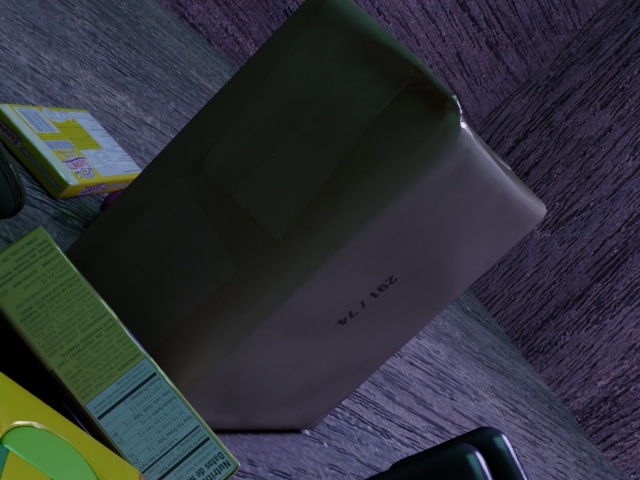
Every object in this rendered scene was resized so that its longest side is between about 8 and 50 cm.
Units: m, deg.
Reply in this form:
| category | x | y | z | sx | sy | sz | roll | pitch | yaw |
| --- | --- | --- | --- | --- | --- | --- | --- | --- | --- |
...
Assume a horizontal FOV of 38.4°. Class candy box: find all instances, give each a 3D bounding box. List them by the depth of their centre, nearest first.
| category | x | y | z | sx | sy | sz | roll | pitch | yaw |
| --- | --- | --- | --- | --- | --- | --- | --- | --- | --- |
| candy box | -0.131 | 0.090 | 0.568 | 0.187 | 0.053 | 0.109 | 50 | -21 | 8 |
| candy box | -0.255 | -0.093 | 0.947 | 0.105 | 0.027 | 0.206 | 49 | 11 | 2 |

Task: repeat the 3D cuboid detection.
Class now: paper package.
| category | x | y | z | sx | sy | sz | roll | pitch | yaw |
| --- | --- | --- | --- | --- | --- | --- | --- | --- | --- |
| paper package | 0.000 | 0.000 | 0.786 | 0.168 | 0.325 | 0.309 | 51 | 12 | 25 |

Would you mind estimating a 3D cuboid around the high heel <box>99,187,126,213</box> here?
| category | x | y | z | sx | sy | sz | roll | pitch | yaw |
| --- | --- | --- | --- | --- | --- | --- | --- | --- | --- |
| high heel | -0.082 | -0.039 | 0.999 | 0.127 | 0.181 | 0.377 | 50 | 11 | 17 |

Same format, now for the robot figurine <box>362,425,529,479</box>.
| category | x | y | z | sx | sy | sz | roll | pitch | yaw |
| --- | --- | --- | --- | --- | --- | --- | --- | --- | --- |
| robot figurine | 0.120 | 0.270 | 0.595 | 0.278 | 0.209 | 0.173 | 66 | -26 | 11 |

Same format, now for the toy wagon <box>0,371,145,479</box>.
| category | x | y | z | sx | sy | sz | roll | pitch | yaw |
| --- | --- | --- | --- | --- | --- | --- | --- | --- | --- |
| toy wagon | -0.129 | 0.178 | 0.330 | 0.267 | 0.068 | 0.344 | 42 | 11 | -21 |

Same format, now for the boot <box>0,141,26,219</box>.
| category | x | y | z | sx | sy | sz | roll | pitch | yaw |
| --- | --- | --- | --- | --- | --- | --- | --- | --- | --- |
| boot | -0.302 | -0.068 | 0.617 | 0.219 | 0.082 | 0.106 | 46 | 32 | -25 |
